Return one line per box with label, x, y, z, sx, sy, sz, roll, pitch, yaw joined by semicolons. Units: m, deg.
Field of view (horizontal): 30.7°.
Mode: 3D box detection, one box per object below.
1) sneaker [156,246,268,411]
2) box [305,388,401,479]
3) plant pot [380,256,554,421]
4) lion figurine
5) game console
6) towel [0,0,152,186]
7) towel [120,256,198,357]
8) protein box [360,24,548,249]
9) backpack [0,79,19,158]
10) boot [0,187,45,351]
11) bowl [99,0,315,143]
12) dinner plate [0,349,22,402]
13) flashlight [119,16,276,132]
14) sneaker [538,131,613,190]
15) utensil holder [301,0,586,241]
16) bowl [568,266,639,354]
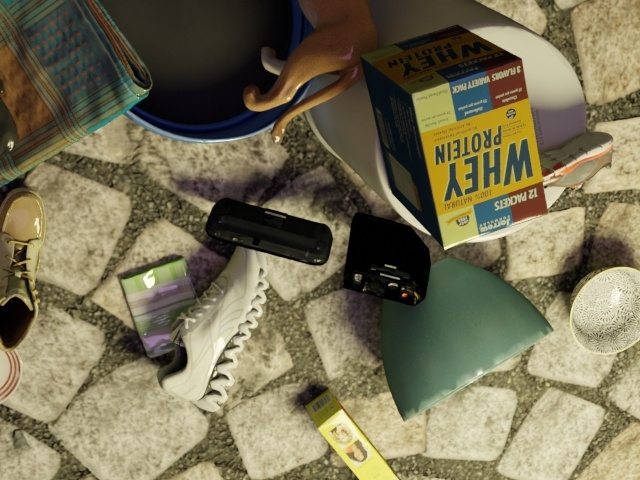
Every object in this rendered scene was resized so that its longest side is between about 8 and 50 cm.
sneaker;-0.171;0.130;1.881;0.118;0.110;0.292;20;94;-21
box;0.065;0.373;2.071;0.058;0.087;0.232;-38;115;-1
plant pot;0.214;0.143;1.942;0.290;0.290;0.195;-30;80;-2
lion figurine;0.010;-0.336;1.558;0.240;0.142;0.392;-7;94;20
game console;0.000;0.000;1.857;0.361;0.213;0.044;15;116;-1
towel;-0.420;-0.237;1.575;0.370;0.040;0.271;-25;105;35
towel;-0.253;0.112;1.911;0.113;0.023;0.152;-20;115;-8
protein box;0.157;-0.130;1.404;0.135;0.201;0.200;-19;115;-8
backpack;-0.637;-0.165;1.551;0.355;0.273;0.290;-7;121;36
boot;-0.453;0.042;1.747;0.077;0.165;0.213;10;110;-20
bowl;-0.175;-0.330;1.656;0.391;0.077;0.391;0;91;-27
dinner plate;-0.550;0.206;1.869;0.141;0.017;0.141;-5;112;-13
flashlight;-0.188;-0.249;1.749;0.304;0.103;0.103;24;76;-27
sneaker;0.324;-0.086;1.550;0.157;0.061;0.065;-23;122;-5
utensil holder;0.164;-0.202;1.703;0.327;0.385;0.328;-5;112;-13
bowl;0.508;0.112;2.094;0.170;0.080;0.170;-5;112;-13
